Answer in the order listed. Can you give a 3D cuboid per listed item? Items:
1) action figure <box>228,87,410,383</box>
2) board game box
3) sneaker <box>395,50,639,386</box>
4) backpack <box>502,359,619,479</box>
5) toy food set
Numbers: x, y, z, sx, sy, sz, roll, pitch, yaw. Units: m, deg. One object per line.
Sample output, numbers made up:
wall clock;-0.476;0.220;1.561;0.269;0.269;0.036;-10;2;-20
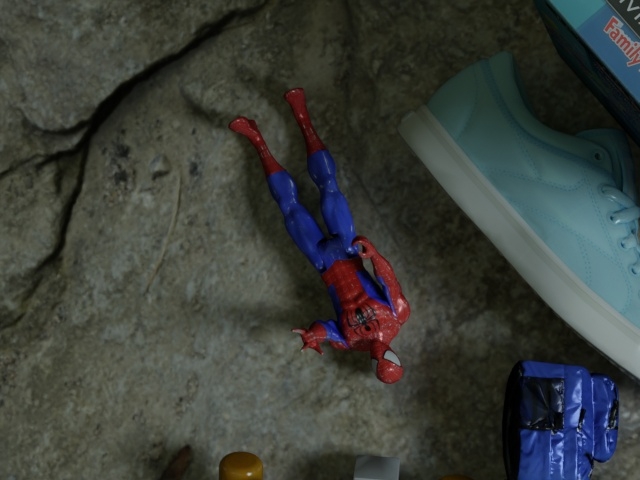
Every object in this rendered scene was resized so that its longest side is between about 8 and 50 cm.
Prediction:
action figure;0.000;0.000;1.632;0.091;0.139;0.280;-28;81;10
board game box;0.283;-0.117;1.473;0.079;0.336;0.254;-40;77;6
sneaker;0.230;-0.018;1.578;0.150;0.135;0.366;-44;77;8
backpack;0.205;0.167;1.582;0.101;0.098;0.120;5;84;10
toy food set;0.021;0.262;1.616;0.232;0.111;0.105;4;116;3
